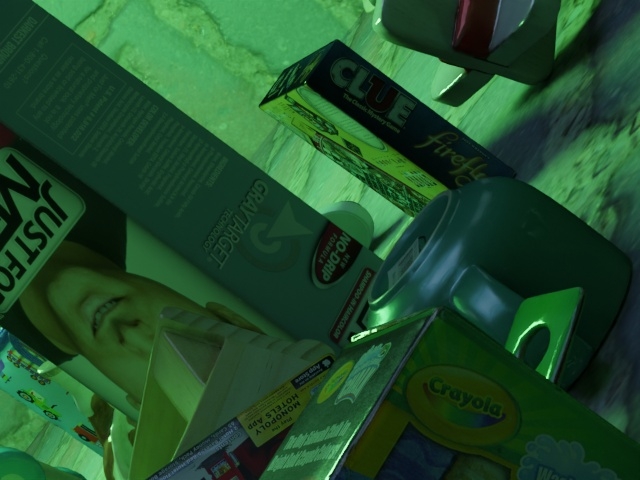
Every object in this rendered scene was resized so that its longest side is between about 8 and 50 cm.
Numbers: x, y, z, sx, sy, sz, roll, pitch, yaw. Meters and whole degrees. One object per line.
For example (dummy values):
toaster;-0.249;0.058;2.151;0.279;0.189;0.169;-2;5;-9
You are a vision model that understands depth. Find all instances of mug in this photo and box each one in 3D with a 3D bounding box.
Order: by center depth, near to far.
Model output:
mug;0.090;0.026;0.945;0.129;0.097;0.158;-59;9;-31

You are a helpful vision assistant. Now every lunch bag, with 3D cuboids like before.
lunch bag;-0.186;0.108;1.755;0.138;0.221;0.293;-58;9;-23

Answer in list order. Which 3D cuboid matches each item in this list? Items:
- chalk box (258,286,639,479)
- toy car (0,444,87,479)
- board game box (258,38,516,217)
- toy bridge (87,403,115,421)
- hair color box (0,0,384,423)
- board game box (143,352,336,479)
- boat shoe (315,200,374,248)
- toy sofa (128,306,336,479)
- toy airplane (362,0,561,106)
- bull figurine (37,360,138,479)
chalk box;0.049;0.115;0.710;0.213;0.132;0.132;-56;7;-15
toy car;-0.305;0.320;1.728;0.219;0.210;0.238;-1;66;66
board game box;0.045;-0.081;1.410;0.042;0.165;0.243;-55;9;-5
toy bridge;-0.167;0.133;1.492;0.026;0.188;0.063;-9;6;29
hair color box;-0.131;0.010;1.287;0.185;0.374;0.113;-46;11;46
board game box;-0.019;0.181;0.825;0.194;0.194;0.060;-34;-38;-4
boat shoe;0.000;0.000;1.678;0.183;0.065;0.083;-47;12;47
toy sofa;-0.066;0.207;1.036;0.362;0.177;0.150;-69;-7;-57
toy airplane;0.131;-0.307;1.461;0.386;0.272;0.384;-51;9;20
bull figurine;-0.116;0.135;1.445;0.101;0.188;0.310;-19;19;26
